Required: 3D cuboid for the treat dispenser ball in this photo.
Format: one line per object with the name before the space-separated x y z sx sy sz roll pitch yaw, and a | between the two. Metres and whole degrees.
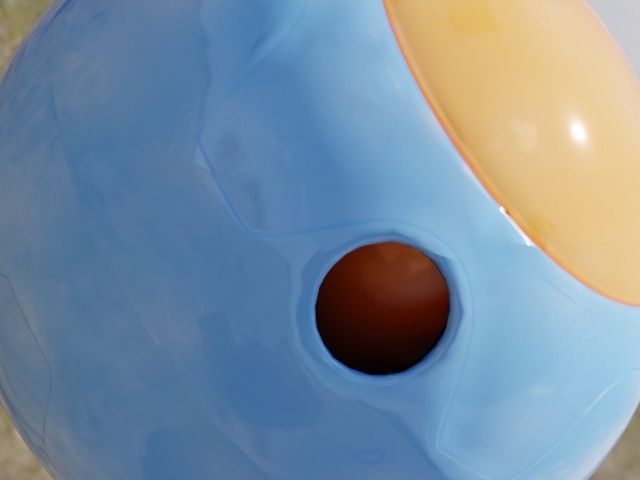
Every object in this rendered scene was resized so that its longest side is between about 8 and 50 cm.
treat dispenser ball | 0.000 0.000 0.750 0.288 0.288 0.288 59 10 -17
